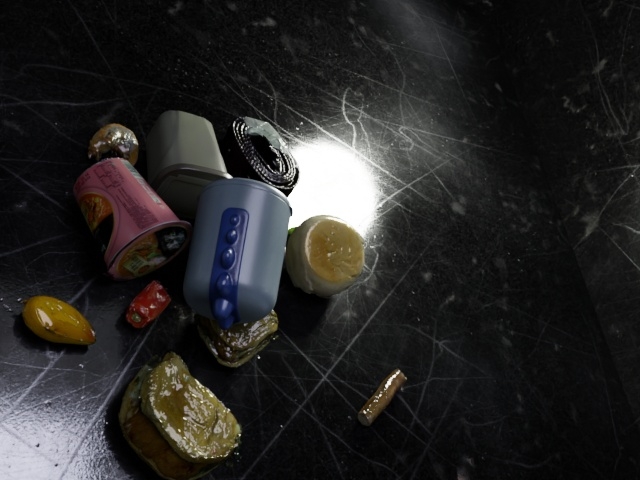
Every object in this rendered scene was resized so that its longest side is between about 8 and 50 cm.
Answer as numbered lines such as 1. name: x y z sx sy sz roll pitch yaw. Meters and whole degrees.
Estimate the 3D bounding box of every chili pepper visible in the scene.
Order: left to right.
1. chili pepper: -0.431 0.161 1.766 0.070 0.073 0.123 10 36 20

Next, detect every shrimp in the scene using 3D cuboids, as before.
1. shrimp: -0.566 -0.257 1.971 0.132 0.052 0.187 42 39 -6

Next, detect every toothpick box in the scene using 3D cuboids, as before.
1. toothpick box: -0.209 0.044 1.739 0.263 0.263 0.354 21 62 -28

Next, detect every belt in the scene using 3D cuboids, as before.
1. belt: -0.184 -0.253 2.206 0.184 0.164 0.289 -25 75 -41

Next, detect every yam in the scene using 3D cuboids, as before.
1. yam: 0.182 0.451 2.071 0.057 0.057 0.241 51 42 2

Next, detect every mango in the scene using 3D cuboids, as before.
1. mango: -0.593 0.185 1.615 0.187 0.066 0.101 30 37 -26

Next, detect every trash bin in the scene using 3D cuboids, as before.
1. trash bin: -0.377 -0.210 1.981 0.220 0.219 0.250 12 47 -36

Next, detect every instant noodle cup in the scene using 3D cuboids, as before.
1. instant noodle cup: -0.486 -0.063 1.791 0.244 0.244 0.255 -20 66 -46

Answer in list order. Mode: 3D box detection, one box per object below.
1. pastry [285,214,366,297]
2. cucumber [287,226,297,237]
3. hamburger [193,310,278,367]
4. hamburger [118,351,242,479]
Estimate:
1. pastry: 0.013 0.047 2.141 0.265 0.133 0.264 9 73 -30
2. cucumber: 0.000 0.000 2.252 0.250 0.056 0.056 19 50 -27
3. hamburger: -0.218 0.225 1.873 0.206 0.130 0.183 -32 81 -29
4. hamburger: -0.327 0.418 1.612 0.309 0.132 0.211 49 42 1
